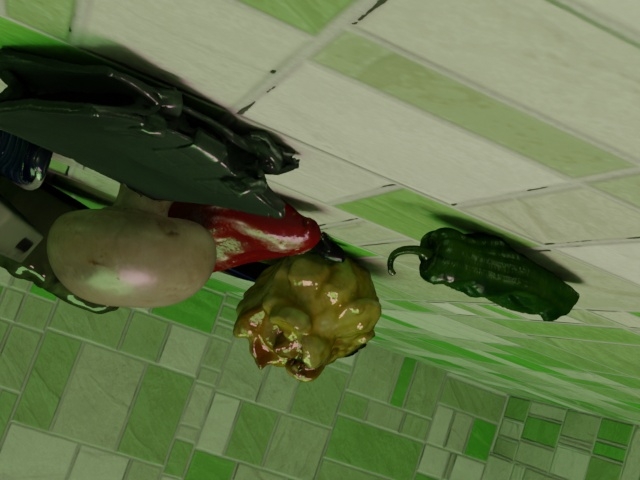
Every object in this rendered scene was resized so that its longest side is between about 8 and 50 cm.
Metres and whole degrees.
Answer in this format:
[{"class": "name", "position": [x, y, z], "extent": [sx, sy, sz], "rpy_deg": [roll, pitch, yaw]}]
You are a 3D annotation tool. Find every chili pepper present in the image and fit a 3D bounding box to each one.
[{"class": "chili pepper", "position": [0.198, 0.042, 1.022], "extent": [0.257, 0.074, 0.100], "rpy_deg": [23, 170, -32]}, {"class": "chili pepper", "position": [-0.109, -0.025, 1.236], "extent": [0.253, 0.136, 0.144], "rpy_deg": [-5, 112, 46]}]

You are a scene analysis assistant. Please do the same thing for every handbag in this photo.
[{"class": "handbag", "position": [-0.184, -0.106, 0.918], "extent": [0.260, 0.079, 0.248], "rpy_deg": [10, 168, 44]}]

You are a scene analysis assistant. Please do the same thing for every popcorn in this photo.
[{"class": "popcorn", "position": [-0.023, 0.122, 1.536], "extent": [0.252, 0.215, 0.286], "rpy_deg": [-22, 167, -35]}]

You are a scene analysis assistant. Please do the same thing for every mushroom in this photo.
[{"class": "mushroom", "position": [-0.228, -0.006, 1.129], "extent": [0.206, 0.209, 0.206], "rpy_deg": [18, -163, -6]}]

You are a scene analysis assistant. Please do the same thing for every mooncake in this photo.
[{"class": "mooncake", "position": [-0.539, 0.005, 1.843], "extent": [0.351, 0.187, 0.351], "rpy_deg": [31, 180, 0]}]

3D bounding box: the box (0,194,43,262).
[{"class": "box", "position": [-0.600, -0.115, 1.362], "extent": [0.373, 0.090, 0.367], "rpy_deg": [40, 169, -2]}]

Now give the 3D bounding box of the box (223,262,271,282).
[{"class": "box", "position": [-0.239, 0.010, 1.790], "extent": [0.259, 0.071, 0.168], "rpy_deg": [13, 169, 34]}]

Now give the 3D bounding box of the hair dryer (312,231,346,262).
[{"class": "hair dryer", "position": [0.000, 0.000, 1.389], "extent": [0.079, 0.031, 0.083], "rpy_deg": [25, 160, 20]}]

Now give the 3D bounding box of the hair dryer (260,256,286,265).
[{"class": "hair dryer", "position": [-0.177, -0.004, 1.577], "extent": [0.279, 0.090, 0.135], "rpy_deg": [15, 171, -18]}]

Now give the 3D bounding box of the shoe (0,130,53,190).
[{"class": "shoe", "position": [-0.454, -0.134, 1.272], "extent": [0.207, 0.091, 0.106], "rpy_deg": [18, 178, 33]}]
